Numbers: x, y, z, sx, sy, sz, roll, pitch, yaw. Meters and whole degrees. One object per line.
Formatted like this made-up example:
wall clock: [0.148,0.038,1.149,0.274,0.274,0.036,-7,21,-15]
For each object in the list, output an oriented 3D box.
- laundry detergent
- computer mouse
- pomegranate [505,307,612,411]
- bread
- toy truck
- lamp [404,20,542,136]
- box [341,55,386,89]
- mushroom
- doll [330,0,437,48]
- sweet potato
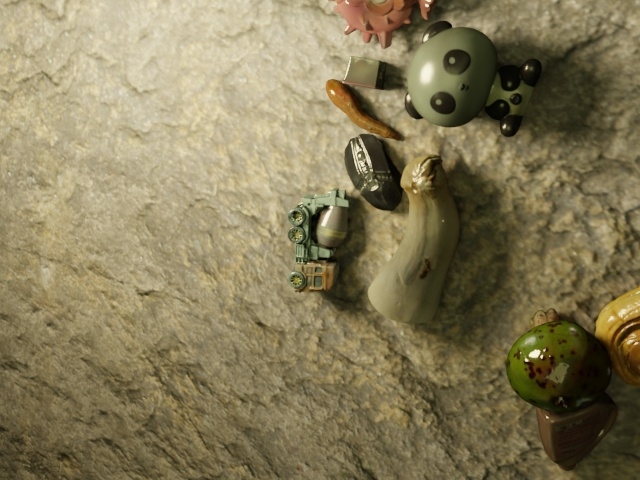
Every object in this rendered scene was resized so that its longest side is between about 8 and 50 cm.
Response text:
laundry detergent: [0.570,0.416,1.358,0.171,0.076,0.237,-22,126,3]
computer mouse: [0.120,-0.151,1.416,0.105,0.062,0.192,-25,96,29]
pomegranate: [0.483,0.239,1.271,0.202,0.248,0.202,5,131,5]
bread: [0.675,0.180,1.225,0.236,0.120,0.198,-34,91,29]
toy truck: [0.000,0.000,1.501,0.140,0.108,0.257,4,105,10]
lamp: [0.294,-0.312,1.221,0.243,0.198,0.198,19,114,9]
box: [0.098,-0.369,1.360,0.084,0.060,0.063,15,108,22]
mushroom: [0.222,0.003,1.385,0.177,0.126,0.397,29,120,24]
doll: [0.119,-0.506,1.274,0.262,0.093,0.211,24,135,26]
sweet potato: [0.089,-0.289,1.395,0.214,0.050,0.050,43,119,7]
